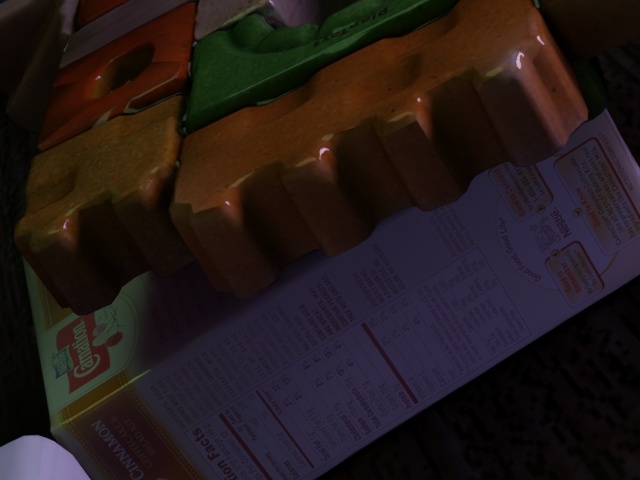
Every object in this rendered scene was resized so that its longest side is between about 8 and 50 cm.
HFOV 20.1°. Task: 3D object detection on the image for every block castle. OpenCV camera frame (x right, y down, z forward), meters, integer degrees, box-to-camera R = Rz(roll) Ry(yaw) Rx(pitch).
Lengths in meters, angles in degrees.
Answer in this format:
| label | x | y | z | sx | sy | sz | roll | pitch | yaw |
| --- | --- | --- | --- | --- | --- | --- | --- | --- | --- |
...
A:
| label | x | y | z | sx | sy | sz | roll | pitch | yaw |
| --- | --- | --- | --- | --- | --- | --- | --- | --- | --- |
| block castle | -0.042 | -0.147 | 0.471 | 0.453 | 0.303 | 0.213 | -26 | 31 | 16 |

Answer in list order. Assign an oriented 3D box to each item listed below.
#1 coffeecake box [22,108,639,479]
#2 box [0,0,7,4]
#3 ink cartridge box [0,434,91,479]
| label | x | y | z | sx | sy | sz | roll | pitch | yaw |
| --- | --- | --- | --- | --- | --- | --- | --- | --- | --- |
| coffeecake box | 0.000 | 0.000 | 0.589 | 0.185 | 0.068 | 0.142 | -32 | 28 | 3 |
| box | -0.096 | -0.223 | 1.047 | 0.295 | 0.073 | 0.293 | -4 | 42 | 46 |
| ink cartridge box | -0.118 | 0.201 | 0.334 | 0.211 | 0.121 | 0.289 | -26 | 28 | 13 |
